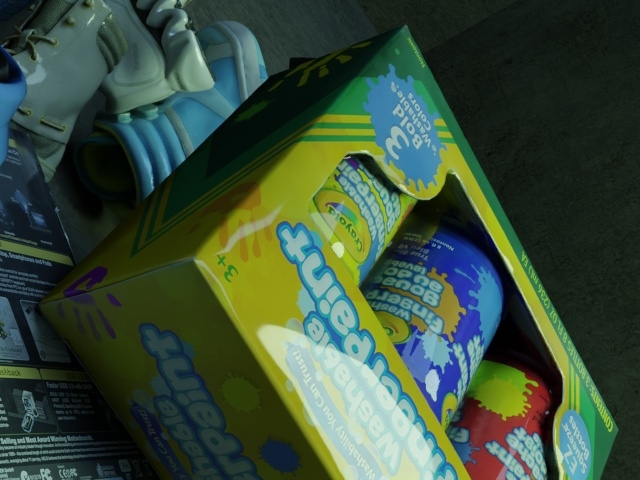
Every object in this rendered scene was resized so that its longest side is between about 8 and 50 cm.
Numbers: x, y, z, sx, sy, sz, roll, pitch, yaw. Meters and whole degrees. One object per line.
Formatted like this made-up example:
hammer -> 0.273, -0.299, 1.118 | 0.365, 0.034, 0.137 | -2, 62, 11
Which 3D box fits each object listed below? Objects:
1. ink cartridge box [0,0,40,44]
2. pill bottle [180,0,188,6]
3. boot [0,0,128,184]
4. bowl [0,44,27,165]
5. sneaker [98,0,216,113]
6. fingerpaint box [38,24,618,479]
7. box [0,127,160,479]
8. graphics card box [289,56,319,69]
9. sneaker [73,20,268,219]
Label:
ink cartridge box -> -0.289, -0.216, 1.155 | 0.062, 0.104, 0.181 | 63, 15, 5
pill bottle -> -0.213, -0.376, 1.600 | 0.162, 0.162, 0.278 | 58, 14, -14
boot -> -0.255, -0.157, 1.035 | 0.077, 0.165, 0.213 | 26, -11, 31
bowl -> -0.325, -0.151, 0.625 | 0.391, 0.077, 0.391 | 33, 6, -4
sneaker -> -0.211, -0.235, 1.254 | 0.292, 0.118, 0.110 | 57, -6, 42
fingerpaint box -> 0.046, 0.110, 0.997 | 0.445, 0.163, 0.371 | 60, 38, -18
box -> -0.269, 0.047, 0.767 | 0.318, 0.097, 0.395 | 67, 16, 14
graphics card box -> 0.000, 0.000, 1.431 | 0.233, 0.094, 0.371 | -90, -177, -60
sneaker -> -0.159, -0.133, 1.300 | 0.319, 0.208, 0.127 | -112, -157, -51
